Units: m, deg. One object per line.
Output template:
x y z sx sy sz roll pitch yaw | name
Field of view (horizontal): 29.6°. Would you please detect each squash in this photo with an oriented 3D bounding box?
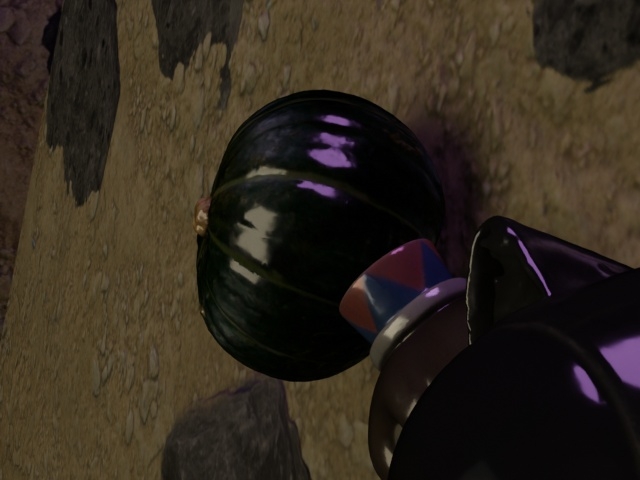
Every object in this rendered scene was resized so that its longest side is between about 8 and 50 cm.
-0.004 -0.003 0.869 0.218 0.172 0.218 -179 90 -72 | squash

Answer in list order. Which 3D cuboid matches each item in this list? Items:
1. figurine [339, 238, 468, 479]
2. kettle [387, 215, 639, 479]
0.099 0.124 0.633 0.161 0.158 0.275 61 -172 -51 | figurine
0.144 0.110 0.401 0.207 0.271 0.251 -170 86 -66 | kettle
